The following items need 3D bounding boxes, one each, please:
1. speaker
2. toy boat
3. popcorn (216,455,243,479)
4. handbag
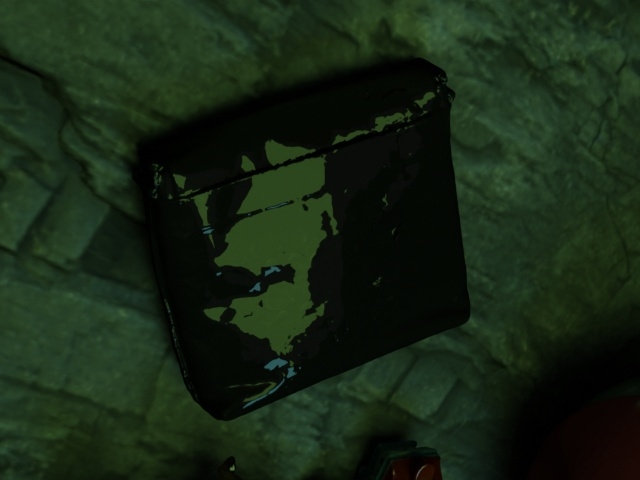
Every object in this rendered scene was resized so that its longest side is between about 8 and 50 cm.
[{"bbox_3d":[0.331,0.247,1.061,0.294,0.294,0.294,-12,119,-23],"label":"speaker"},{"bbox_3d":[0.058,0.245,1.042,0.069,0.059,0.172,-1,121,-27],"label":"toy boat"},{"bbox_3d":[-0.088,0.298,0.917,0.190,0.191,0.253,-24,127,23],"label":"popcorn"},{"bbox_3d":[0.000,0.000,0.876,0.247,0.080,0.223,-20,121,-19],"label":"handbag"}]
